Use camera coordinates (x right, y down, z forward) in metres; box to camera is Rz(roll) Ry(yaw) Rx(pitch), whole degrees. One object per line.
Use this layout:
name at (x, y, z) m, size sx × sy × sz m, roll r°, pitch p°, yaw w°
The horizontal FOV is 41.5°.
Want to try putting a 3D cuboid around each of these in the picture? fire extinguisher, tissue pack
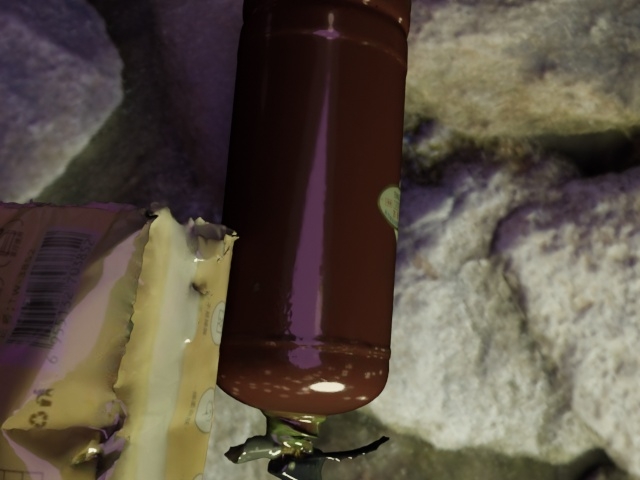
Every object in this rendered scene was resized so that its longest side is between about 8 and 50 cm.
fire extinguisher at (0.000, 0.000, 0.540) m, size 0.135 × 0.114 × 0.338 m, roll 13°, pitch 77°, yaw -33°
tissue pack at (-0.168, 0.105, 0.462) m, size 0.214 × 0.123 × 0.257 m, roll 1°, pitch 75°, yaw 26°
